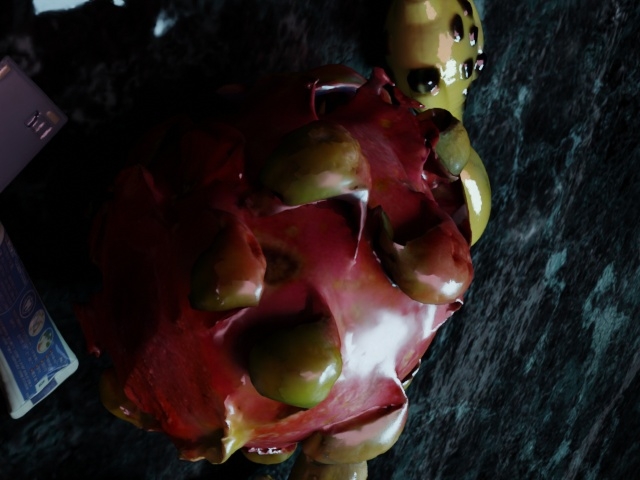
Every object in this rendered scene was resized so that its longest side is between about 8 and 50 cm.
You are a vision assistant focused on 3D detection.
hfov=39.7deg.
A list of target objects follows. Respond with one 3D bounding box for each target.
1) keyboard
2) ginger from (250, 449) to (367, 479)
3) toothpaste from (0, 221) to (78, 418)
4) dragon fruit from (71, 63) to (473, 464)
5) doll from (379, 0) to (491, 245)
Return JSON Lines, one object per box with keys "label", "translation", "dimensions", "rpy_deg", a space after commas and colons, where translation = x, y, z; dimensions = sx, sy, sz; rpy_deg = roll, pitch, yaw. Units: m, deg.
{"label": "keyboard", "translation": [-0.212, -0.019, 0.473], "dimensions": [0.176, 0.014, 0.055], "rpy_deg": [-51, 143, -13]}
{"label": "ginger", "translation": [-0.087, 0.307, 0.781], "dimensions": [0.148, 0.081, 0.333], "rpy_deg": [33, 88, -36]}
{"label": "toothpaste", "translation": [-0.185, 0.042, 0.523], "dimensions": [0.057, 0.035, 0.197], "rpy_deg": [-42, 153, -28]}
{"label": "dragon fruit", "translation": [-0.012, -0.006, 0.553], "dimensions": [0.243, 0.227, 0.307], "rpy_deg": [29, 53, -39]}
{"label": "doll", "translation": [0.097, -0.089, 0.737], "dimensions": [0.117, 0.086, 0.291], "rpy_deg": [-65, 153, -43]}
